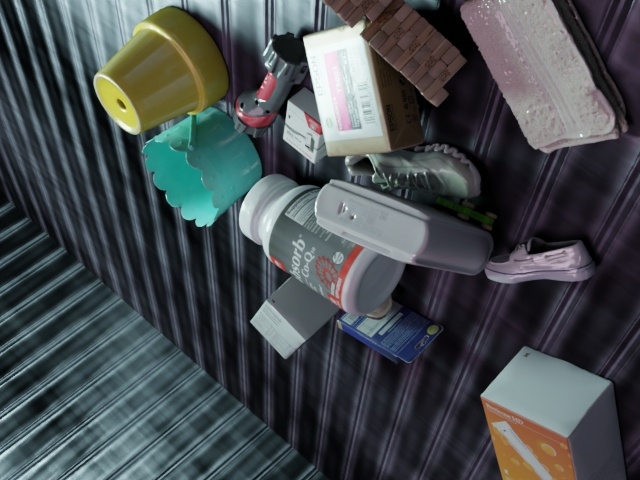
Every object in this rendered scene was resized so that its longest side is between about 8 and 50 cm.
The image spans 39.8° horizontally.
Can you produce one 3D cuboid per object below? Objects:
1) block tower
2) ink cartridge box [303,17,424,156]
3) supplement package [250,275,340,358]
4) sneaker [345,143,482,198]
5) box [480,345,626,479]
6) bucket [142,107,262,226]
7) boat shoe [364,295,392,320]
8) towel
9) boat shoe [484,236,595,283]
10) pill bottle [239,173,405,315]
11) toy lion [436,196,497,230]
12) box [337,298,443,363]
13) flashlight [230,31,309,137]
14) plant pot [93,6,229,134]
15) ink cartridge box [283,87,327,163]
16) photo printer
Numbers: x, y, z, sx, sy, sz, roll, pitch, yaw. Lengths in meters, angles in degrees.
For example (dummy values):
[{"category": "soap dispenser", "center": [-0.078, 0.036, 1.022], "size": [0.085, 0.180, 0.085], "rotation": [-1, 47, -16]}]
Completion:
[{"category": "block tower", "center": [0.093, -0.364, 1.426], "size": [0.335, 0.097, 0.091], "rotation": [42, -168, -9]}, {"category": "ink cartridge box", "center": [0.075, -0.275, 1.593], "size": [0.193, 0.088, 0.234], "rotation": [1, 107, 54]}, {"category": "supplement package", "center": [-0.053, 0.181, 2.354], "size": [0.149, 0.194, 0.203], "rotation": [46, 154, 4]}, {"category": "sneaker", "center": [0.174, -0.131, 1.685], "size": [0.292, 0.118, 0.110], "rotation": [24, 143, 38]}, {"category": "box", "center": [0.501, 0.427, 1.875], "size": [0.215, 0.168, 0.345], "rotation": [21, 142, 43]}, {"category": "bucket", "center": [-0.296, -0.192, 2.238], "size": [0.281, 0.183, 0.281], "rotation": [35, 150, 24]}, {"category": "boat shoe", "center": [0.052, 0.089, 2.170], "size": [0.324, 0.116, 0.096], "rotation": [40, 157, 26]}, {"category": "towel", "center": [0.335, -0.263, 1.338], "size": [0.282, 0.049, 0.187], "rotation": [56, 152, -15]}, {"category": "boat shoe", "center": [0.396, 0.028, 1.620], "size": [0.226, 0.083, 0.075], "rotation": [-4, 112, 45]}, {"category": "pill bottle", "center": [0.000, 0.000, 2.017], "size": [0.363, 0.210, 0.210], "rotation": [32, 149, 31]}, {"category": "toy lion", "center": [0.273, -0.057, 1.685], "size": [0.100, 0.034, 0.096], "rotation": [20, -176, -31]}, {"category": "box", "center": [0.169, 0.210, 2.122], "size": [0.225, 0.136, 0.036], "rotation": [28, 146, 35]}, {"category": "flashlight", "center": [-0.112, -0.330, 1.872], "size": [0.304, 0.103, 0.103], "rotation": [128, 127, -62]}, {"category": "plant pot", "center": [-0.384, -0.377, 2.062], "size": [0.254, 0.239, 0.254], "rotation": [36, 152, 23]}, {"category": "ink cartridge box", "center": [-0.023, -0.244, 1.894], "size": [0.099, 0.056, 0.135], "rotation": [39, 152, 16]}, {"category": "photo printer", "center": [0.173, -0.021, 1.688], "size": [0.256, 0.107, 0.307], "rotation": [24, -173, 36]}]
